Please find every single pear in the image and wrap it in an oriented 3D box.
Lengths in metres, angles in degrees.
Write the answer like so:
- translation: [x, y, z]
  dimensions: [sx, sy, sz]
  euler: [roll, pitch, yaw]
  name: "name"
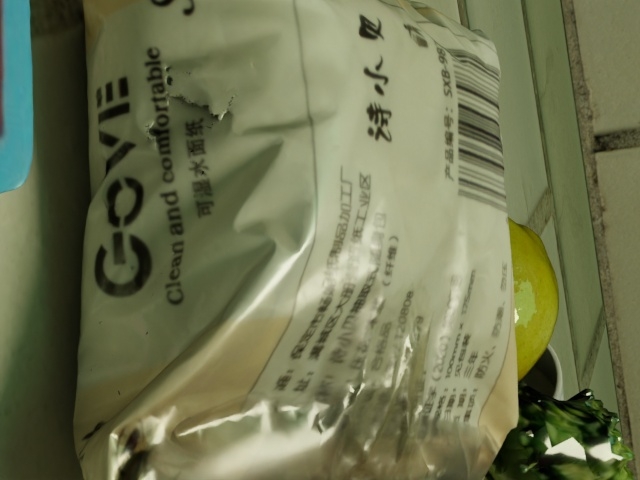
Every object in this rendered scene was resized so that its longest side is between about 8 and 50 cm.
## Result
- translation: [0.147, 0.066, 1.132]
  dimensions: [0.200, 0.200, 0.200]
  euler: [-6, 90, -68]
  name: "pear"

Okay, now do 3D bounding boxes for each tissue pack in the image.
- translation: [0.000, 0.000, 0.733]
  dimensions: [0.390, 0.195, 0.375]
  euler: [12, 70, -51]
  name: "tissue pack"

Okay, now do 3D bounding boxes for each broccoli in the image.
- translation: [0.156, 0.284, 0.988]
  dimensions: [0.317, 0.277, 0.338]
  euler: [-5, 82, -75]
  name: "broccoli"

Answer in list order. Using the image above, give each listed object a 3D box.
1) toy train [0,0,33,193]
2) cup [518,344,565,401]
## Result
- translation: [-0.219, -0.096, 0.277]
  dimensions: [0.300, 0.188, 0.265]
  euler: [-2, 91, -69]
  name: "toy train"
- translation: [0.181, 0.230, 1.261]
  dimensions: [0.167, 0.221, 0.202]
  euler: [57, -7, 47]
  name: "cup"
